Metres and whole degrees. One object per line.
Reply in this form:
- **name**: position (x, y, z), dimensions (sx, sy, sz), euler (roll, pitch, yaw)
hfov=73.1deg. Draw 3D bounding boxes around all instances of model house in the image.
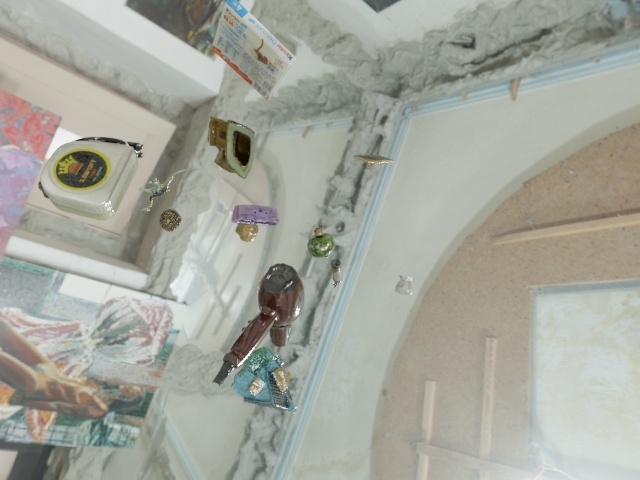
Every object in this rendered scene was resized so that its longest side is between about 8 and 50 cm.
- **model house**: position (-0.422, -0.423, 1.898), dimensions (0.239, 0.173, 0.268), euler (25, -62, 28)
- **model house**: position (-0.204, 0.623, 1.850), dimensions (0.241, 0.261, 0.226), euler (34, -99, 30)

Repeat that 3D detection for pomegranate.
- **pomegranate**: position (0.000, 0.000, 1.803), dimensions (0.122, 0.122, 0.162), euler (17, -60, 57)

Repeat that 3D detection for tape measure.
- **tape measure**: position (-0.700, -0.206, 1.311), dimensions (0.133, 0.231, 0.271), euler (115, -10, -61)

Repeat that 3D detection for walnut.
- **walnut**: position (-0.259, -0.038, 1.522), dimensions (0.096, 0.082, 0.079), euler (-112, -162, -56)

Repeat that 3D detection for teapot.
- **teapot**: position (0.304, 0.160, 1.537), dimensions (0.064, 0.083, 0.064), euler (1, -109, 42)

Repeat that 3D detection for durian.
- **durian**: position (-0.537, -0.071, 1.548), dimensions (0.091, 0.080, 0.080), euler (100, -4, -63)

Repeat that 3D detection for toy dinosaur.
- **toy dinosaur**: position (-0.420, -0.138, 1.111), dimensions (0.180, 0.058, 0.037), euler (-31, -139, 31)

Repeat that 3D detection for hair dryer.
- **hair dryer**: position (-0.157, 0.248, 1.079), dimensions (0.340, 0.123, 0.313), euler (-52, 159, -44)

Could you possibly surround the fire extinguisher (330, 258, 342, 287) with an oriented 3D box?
- **fire extinguisher**: position (0.078, 0.163, 2.085), dimensions (0.062, 0.177, 0.050), euler (-38, -126, -24)

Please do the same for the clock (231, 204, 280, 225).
- **clock**: position (-0.201, -0.081, 1.368), dimensions (0.110, 0.152, 0.050), euler (167, -75, -65)

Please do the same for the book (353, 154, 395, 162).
- **book**: position (0.260, -0.395, 2.088), dimensions (0.118, 0.172, 0.012), euler (34, -56, 47)

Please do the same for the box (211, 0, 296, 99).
- **box**: position (-0.239, -0.650, 1.497), dimensions (0.048, 0.273, 0.265), euler (-54, -166, -21)
